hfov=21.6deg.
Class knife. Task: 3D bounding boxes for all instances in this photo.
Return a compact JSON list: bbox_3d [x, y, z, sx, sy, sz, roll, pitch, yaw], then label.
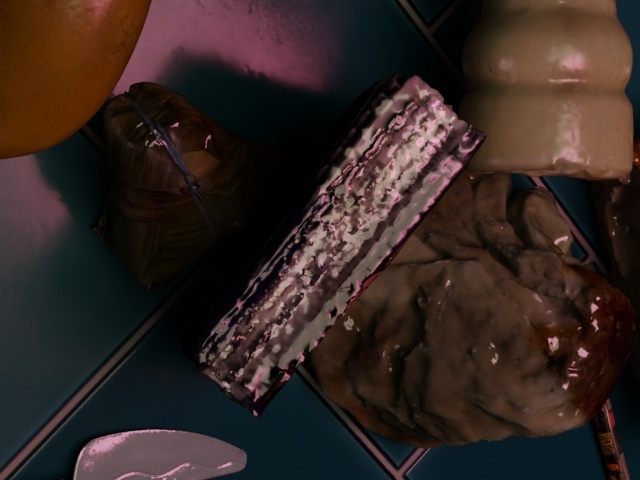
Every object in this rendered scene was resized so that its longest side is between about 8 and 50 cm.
[{"bbox_3d":[-0.218,0.232,1.623,0.331,0.044,0.080,-15,99,-31],"label":"knife"}]

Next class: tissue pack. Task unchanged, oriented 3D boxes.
[{"bbox_3d":[0.000,0.000,1.549,0.123,0.245,0.332,40,86,-5],"label":"tissue pack"}]

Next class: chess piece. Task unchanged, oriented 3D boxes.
[{"bbox_3d":[0.221,-0.282,1.633,0.234,0.234,0.442,1,92,-28],"label":"chess piece"}]

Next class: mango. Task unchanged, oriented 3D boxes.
[{"bbox_3d":[-0.252,-0.211,1.437,0.211,0.173,0.317,24,104,12],"label":"mango"}]

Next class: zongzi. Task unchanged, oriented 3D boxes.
[{"bbox_3d":[-0.089,-0.084,1.550,0.242,0.112,0.221,-28,152,-22],"label":"zongzi"}]

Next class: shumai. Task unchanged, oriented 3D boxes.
[{"bbox_3d":[0.167,0.078,1.668,0.304,0.263,0.309,10,94,-31],"label":"shumai"}]

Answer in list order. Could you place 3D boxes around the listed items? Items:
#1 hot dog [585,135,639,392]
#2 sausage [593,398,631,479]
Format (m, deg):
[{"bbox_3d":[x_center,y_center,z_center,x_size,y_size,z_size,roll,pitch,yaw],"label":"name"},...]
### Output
[{"bbox_3d":[0.512,0.023,1.823,0.365,0.196,0.367,-18,107,-6],"label":"hot dog"},{"bbox_3d":[0.338,0.254,1.922,0.025,0.028,0.198,-17,109,4],"label":"sausage"}]
